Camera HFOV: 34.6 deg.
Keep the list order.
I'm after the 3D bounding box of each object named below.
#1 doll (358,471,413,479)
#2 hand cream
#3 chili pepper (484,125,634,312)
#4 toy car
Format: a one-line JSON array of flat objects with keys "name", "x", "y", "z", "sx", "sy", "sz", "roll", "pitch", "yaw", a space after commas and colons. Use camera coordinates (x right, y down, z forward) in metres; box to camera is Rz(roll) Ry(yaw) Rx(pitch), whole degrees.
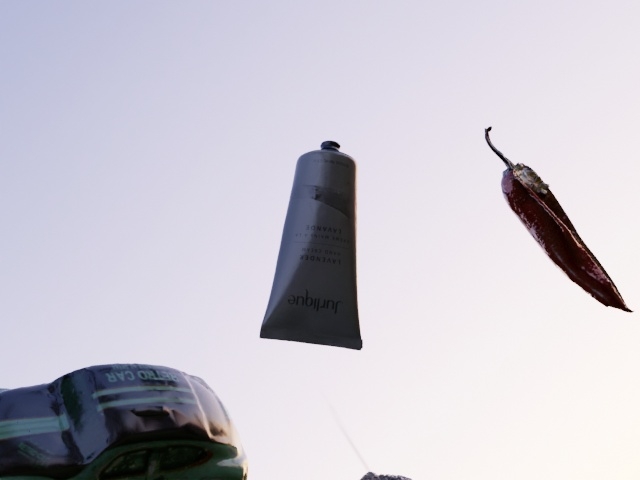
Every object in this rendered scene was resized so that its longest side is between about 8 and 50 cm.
[{"name": "doll", "x": 0.071, "y": 0.298, "z": 1.082, "sx": 0.105, "sy": 0.115, "sz": 0.221, "roll": -45, "pitch": -37, "yaw": -17}, {"name": "hand cream", "x": 0.000, "y": 0.000, "z": 0.883, "sx": 0.087, "sy": 0.186, "sz": 0.054, "roll": 7, "pitch": -22, "yaw": -5}, {"name": "chili pepper", "x": 0.262, "y": -0.018, "z": 1.173, "sx": 0.050, "sy": 0.268, "sz": 0.059, "roll": -37, "pitch": -2, "yaw": 25}, {"name": "toy car", "x": -0.196, "y": 0.178, "z": 0.913, "sx": 0.305, "sy": 0.136, "sz": 0.125, "roll": 4, "pitch": -51, "yaw": -36}]
